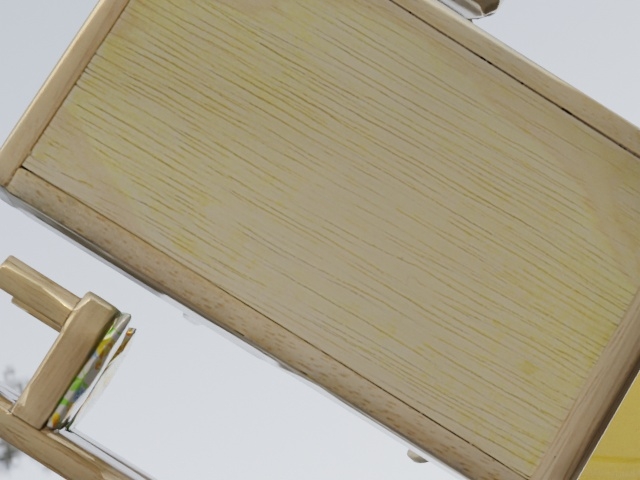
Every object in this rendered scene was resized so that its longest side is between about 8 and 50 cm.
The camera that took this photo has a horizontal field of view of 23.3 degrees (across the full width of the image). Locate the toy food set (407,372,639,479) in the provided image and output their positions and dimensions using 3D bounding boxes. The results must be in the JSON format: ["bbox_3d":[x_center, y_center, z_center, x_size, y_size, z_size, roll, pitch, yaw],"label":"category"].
[{"bbox_3d":[0.155,0.091,0.757,0.071,0.218,0.128,46,-113,-21],"label":"toy food set"}]

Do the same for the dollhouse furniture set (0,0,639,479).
[{"bbox_3d":[0.000,0.000,0.495,0.212,0.161,0.242,-58,2,-8],"label":"dollhouse furniture set"}]

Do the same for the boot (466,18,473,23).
[{"bbox_3d":[0.111,-0.058,0.998,0.077,0.165,0.213,-17,-66,-26],"label":"boot"}]
